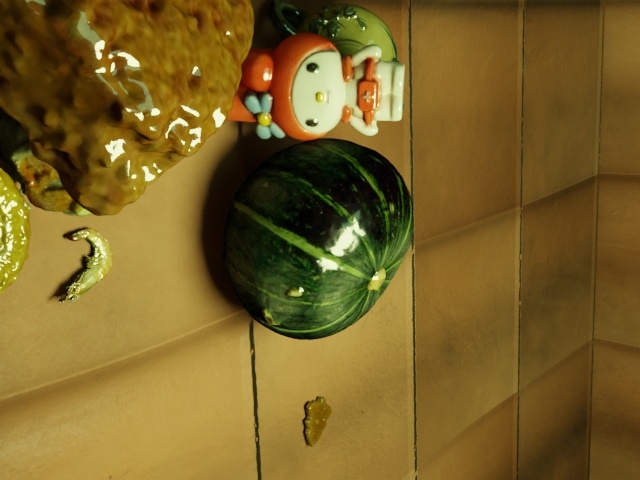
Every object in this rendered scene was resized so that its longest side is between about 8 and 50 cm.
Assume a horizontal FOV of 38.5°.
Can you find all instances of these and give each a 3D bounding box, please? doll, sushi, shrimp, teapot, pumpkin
[{"bbox_3d":[-0.022,-0.225,1.354,0.130,0.291,0.161,-70,162,-65],"label":"doll"},{"bbox_3d":[-0.273,-0.141,1.125,0.274,0.184,0.139,-46,134,-46],"label":"sushi"},{"bbox_3d":[-0.323,0.032,1.218,0.114,0.023,0.083,-53,132,-40],"label":"shrimp"},{"bbox_3d":[0.028,-0.291,1.475,0.269,0.173,0.182,32,28,-23],"label":"teapot"},{"bbox_3d":[0.000,0.000,1.424,0.323,0.241,0.323,-39,144,-35],"label":"pumpkin"}]

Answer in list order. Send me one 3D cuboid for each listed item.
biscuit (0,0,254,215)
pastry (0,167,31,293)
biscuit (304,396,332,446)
[{"bbox_3d":[-0.229,-0.274,0.895,0.395,0.166,0.342,54,34,-36],"label":"biscuit"},{"bbox_3d":[-0.420,-0.012,1.015,0.189,0.103,0.188,-12,106,-50],"label":"pastry"},{"bbox_3d":[-0.008,0.333,1.686,0.082,0.016,0.092,22,80,-57],"label":"biscuit"}]
